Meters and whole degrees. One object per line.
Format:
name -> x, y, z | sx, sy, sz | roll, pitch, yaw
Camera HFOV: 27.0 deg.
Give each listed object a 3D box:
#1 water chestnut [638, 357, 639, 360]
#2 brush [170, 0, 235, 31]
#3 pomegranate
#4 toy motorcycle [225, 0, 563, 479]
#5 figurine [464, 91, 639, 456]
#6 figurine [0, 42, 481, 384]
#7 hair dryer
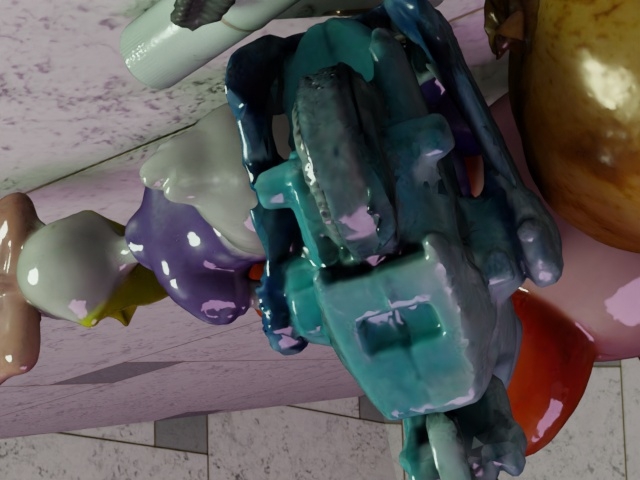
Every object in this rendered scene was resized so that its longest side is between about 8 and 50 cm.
water chestnut -> 0.470, 0.016, 1.290 | 0.335, 0.335, 0.347 | -20, -162, 36
brush -> -0.018, -0.161, 0.493 | 0.070, 0.051, 0.323 | -14, 167, -23
pomegranate -> 0.181, -0.085, 0.640 | 0.215, 0.215, 0.215 | -11, 168, -2
toy motorcycle -> 0.045, 0.006, 0.686 | 0.154, 0.260, 0.206 | -17, -154, 11
figurine -> 0.196, -0.020, 0.929 | 0.261, 0.269, 0.211 | -17, 165, -21
figurine -> -0.081, -0.007, 0.905 | 0.421, 0.154, 0.193 | -22, 160, 35
hair dryer -> 0.008, -0.125, 0.709 | 0.183, 0.044, 0.155 | -5, 169, -42
